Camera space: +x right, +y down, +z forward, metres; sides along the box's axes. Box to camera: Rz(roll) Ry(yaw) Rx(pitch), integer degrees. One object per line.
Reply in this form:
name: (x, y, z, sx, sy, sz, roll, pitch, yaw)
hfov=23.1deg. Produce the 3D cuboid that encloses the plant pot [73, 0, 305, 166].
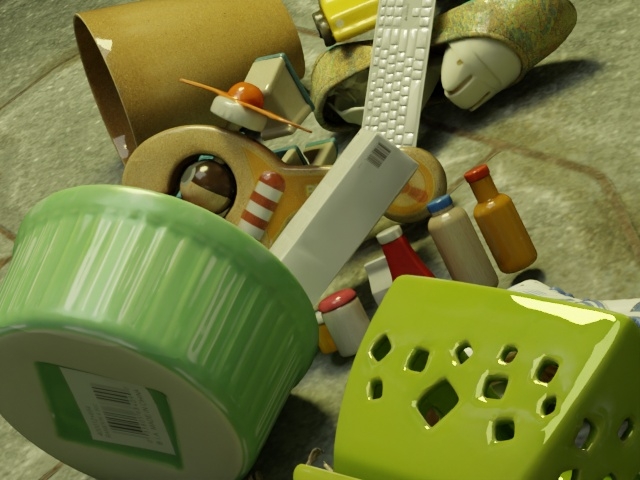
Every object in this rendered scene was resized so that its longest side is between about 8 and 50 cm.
plant pot: (-0.159, -0.223, 2.024, 0.254, 0.237, 0.237, -23, 27, -13)

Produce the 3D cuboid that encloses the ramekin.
ramekin: (-0.166, 0.104, 1.439, 0.303, 0.303, 0.148, -9, 44, 35)

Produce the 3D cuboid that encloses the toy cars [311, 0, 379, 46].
toy cars: (0.096, -0.340, 1.970, 0.176, 0.087, 0.394, -8, 19, 41)

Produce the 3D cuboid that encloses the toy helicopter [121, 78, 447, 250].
toy helicopter: (-0.042, -0.068, 1.685, 0.355, 0.235, 0.140, -3, -2, 12)

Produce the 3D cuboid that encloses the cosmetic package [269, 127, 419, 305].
cosmetic package: (0.000, 0.000, 1.576, 0.239, 0.060, 0.099, -53, 12, 1)

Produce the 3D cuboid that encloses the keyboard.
keyboard: (0.088, -0.196, 1.765, 0.072, 0.014, 0.256, 6, 87, 36)

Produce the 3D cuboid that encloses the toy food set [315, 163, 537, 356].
toy food set: (0.077, 0.024, 1.482, 0.232, 0.104, 0.111, -24, 8, 17)

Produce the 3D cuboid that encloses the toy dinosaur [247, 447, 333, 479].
toy dinosaur: (-0.010, 0.237, 1.349, 0.092, 0.053, 0.183, -48, 22, 2)

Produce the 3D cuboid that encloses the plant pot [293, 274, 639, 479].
plant pot: (0.132, 0.181, 1.122, 0.228, 0.227, 0.207, 8, 54, 47)

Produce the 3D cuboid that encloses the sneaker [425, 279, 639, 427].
sneaker: (0.200, 0.076, 1.321, 0.296, 0.112, 0.131, -10, 35, 32)

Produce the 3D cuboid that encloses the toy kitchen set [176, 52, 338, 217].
toy kitchen set: (-0.089, -0.134, 1.851, 0.207, 0.166, 0.122, -10, 36, 32)

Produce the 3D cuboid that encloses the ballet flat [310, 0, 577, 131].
ballet flat: (0.134, -0.193, 1.803, 0.348, 0.123, 0.123, -11, 35, 34)
